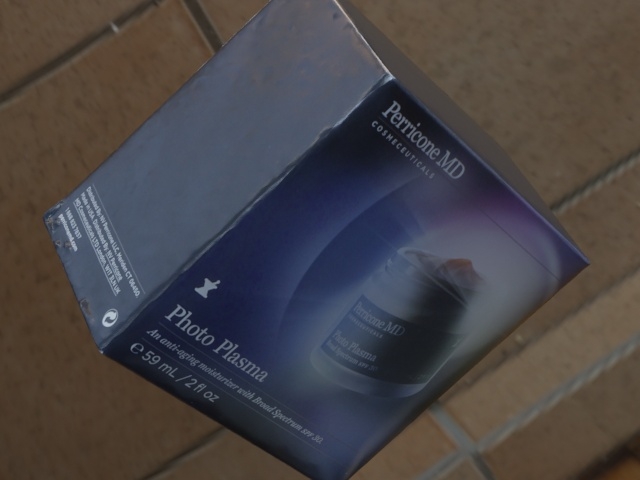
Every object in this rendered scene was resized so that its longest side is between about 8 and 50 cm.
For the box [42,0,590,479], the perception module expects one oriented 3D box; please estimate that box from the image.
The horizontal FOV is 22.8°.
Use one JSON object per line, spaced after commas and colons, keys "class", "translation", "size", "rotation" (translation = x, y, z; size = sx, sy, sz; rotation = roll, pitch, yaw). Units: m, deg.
{"class": "box", "translation": [0.000, 0.000, 1.250], "size": [0.294, 0.183, 0.296], "rotation": [-44, 133, 10]}
